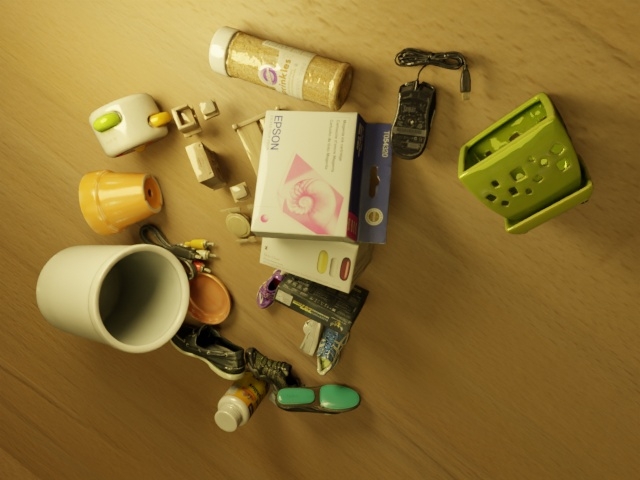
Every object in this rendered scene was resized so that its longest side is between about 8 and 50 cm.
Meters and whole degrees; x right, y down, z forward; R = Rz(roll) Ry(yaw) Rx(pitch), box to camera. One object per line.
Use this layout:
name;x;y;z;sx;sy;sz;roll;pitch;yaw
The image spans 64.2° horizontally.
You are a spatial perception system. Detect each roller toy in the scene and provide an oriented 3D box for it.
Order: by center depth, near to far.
roller toy;-0.549;-0.328;1.482;0.191;0.209;0.146;1;118;60

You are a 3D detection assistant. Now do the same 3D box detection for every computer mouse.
computer mouse;0.267;-0.325;1.227;0.184;0.060;0.262;7;103;24

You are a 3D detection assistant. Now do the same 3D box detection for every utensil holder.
utensil holder;-0.672;0.172;1.636;0.385;0.327;0.328;0;113;37

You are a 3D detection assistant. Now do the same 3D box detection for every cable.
cable;-0.477;0.036;1.691;0.287;0.072;0.139;18;104;23

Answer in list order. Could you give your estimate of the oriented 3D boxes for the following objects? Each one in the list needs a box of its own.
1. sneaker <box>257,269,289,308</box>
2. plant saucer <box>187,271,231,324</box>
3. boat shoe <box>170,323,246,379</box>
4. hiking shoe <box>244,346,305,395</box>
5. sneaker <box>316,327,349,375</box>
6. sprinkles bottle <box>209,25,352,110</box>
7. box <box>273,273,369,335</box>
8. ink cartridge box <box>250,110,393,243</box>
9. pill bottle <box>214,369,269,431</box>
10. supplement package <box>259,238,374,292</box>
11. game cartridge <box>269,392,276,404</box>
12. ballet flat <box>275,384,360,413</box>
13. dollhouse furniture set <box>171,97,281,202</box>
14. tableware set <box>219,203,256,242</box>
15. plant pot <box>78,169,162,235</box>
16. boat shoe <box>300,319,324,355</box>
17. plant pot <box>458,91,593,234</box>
sneaker;-0.161;0.154;1.602;0.068;0.071;0.170;35;121;5
plant saucer;-0.387;0.191;1.731;0.200;0.037;0.200;8;115;18
boat shoe;-0.385;0.343;1.729;0.340;0.127;0.113;26;114;34
hiking shoe;-0.154;0.431;1.725;0.114;0.086;0.227;-37;104;22
sneaker;0.036;0.332;1.594;0.080;0.081;0.211;17;116;17
sprinkles bottle;-0.101;-0.436;1.289;0.355;0.121;0.121;21;118;12
box;0.006;0.159;1.471;0.232;0.183;0.059;25;120;9
ink cartridge box;0.008;-0.162;1.267;0.330;0.071;0.324;3;77;11
pill bottle;-0.269;0.544;1.734;0.117;0.215;0.117;9;116;19
supplement package;0.000;0.000;1.391;0.261;0.204;0.145;17;117;15
game cartridge;-0.147;0.550;1.804;0.056;0.017;0.083;40;121;6
ballet flat;-0.008;0.529;1.688;0.280;0.095;0.096;3;140;4
dollhouse furniture set;-0.185;-0.282;1.441;0.355;0.174;0.303;-22;90;-1
tableware set;-0.201;-0.060;1.545;0.194;0.039;0.128;-5;122;30
plant pot;-0.612;-0.131;1.602;0.188;0.205;0.205;-10;109;9
boat shoe;-0.026;0.285;1.615;0.063;0.066;0.184;22;128;11
plant pot;0.458;-0.160;1.129;0.227;0.228;0.207;-34;103;30
